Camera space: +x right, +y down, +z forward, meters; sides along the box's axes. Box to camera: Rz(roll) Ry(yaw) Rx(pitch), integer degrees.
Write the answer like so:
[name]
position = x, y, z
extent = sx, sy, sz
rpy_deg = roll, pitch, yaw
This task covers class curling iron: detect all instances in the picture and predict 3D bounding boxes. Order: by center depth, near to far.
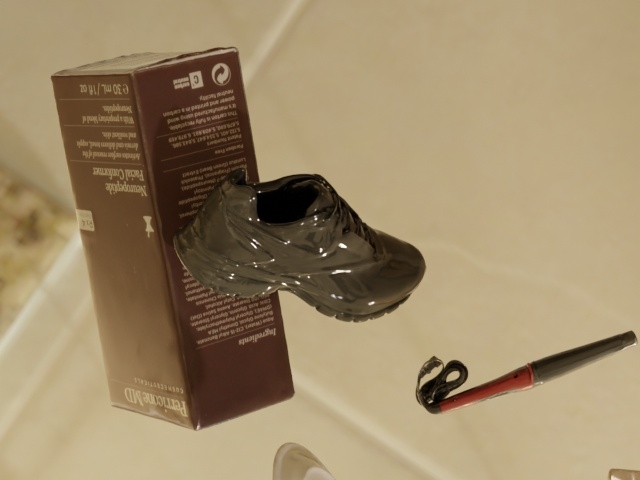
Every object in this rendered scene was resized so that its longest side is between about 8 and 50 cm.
[curling iron]
position = 0.235, 0.147, 2.039
extent = 0.274, 0.068, 0.035
rpy_deg = -14, -178, 18

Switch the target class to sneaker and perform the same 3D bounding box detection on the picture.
[sneaker]
position = 0.000, 0.000, 1.754
extent = 0.130, 0.286, 0.109
rpy_deg = -57, -137, 30

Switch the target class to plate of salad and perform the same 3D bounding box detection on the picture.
[plate of salad]
position = 0.001, 0.275, 1.544
extent = 0.048, 0.200, 0.200
rpy_deg = -26, -173, 15

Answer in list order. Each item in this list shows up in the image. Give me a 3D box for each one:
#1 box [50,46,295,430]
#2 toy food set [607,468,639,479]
[box]
position = -0.159, -0.006, 1.858
extent = 0.143, 0.382, 0.191
rpy_deg = -18, -167, -33
[toy food set]
position = 0.297, 0.302, 1.641
extent = 0.071, 0.128, 0.218
rpy_deg = -138, -129, -66
